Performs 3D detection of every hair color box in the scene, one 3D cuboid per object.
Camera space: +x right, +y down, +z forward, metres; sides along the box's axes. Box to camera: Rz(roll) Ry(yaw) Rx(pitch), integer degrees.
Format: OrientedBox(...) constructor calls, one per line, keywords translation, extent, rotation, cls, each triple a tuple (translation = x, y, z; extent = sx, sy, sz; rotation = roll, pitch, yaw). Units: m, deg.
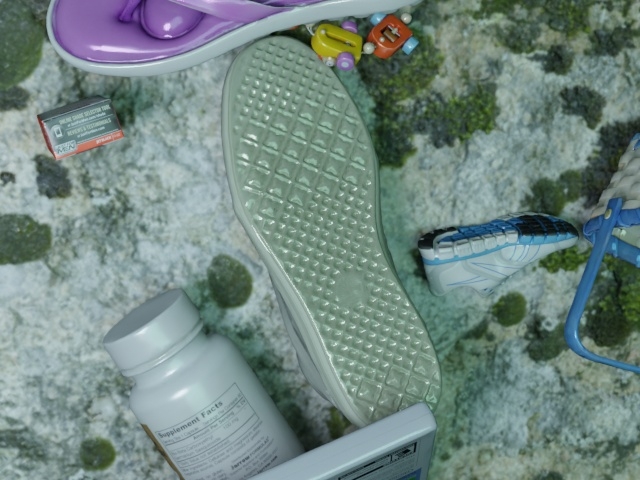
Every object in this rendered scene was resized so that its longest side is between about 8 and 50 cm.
OrientedBox(translation=(-0.244, -0.115, 1.305), extent=(0.072, 0.141, 0.043), rotation=(-20, 101, -10), cls="hair color box")

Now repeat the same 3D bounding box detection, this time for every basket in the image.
OrientedBox(translation=(0.415, 0.024, 1.454), extent=(0.255, 0.201, 0.289), rotation=(19, 83, -18), cls="basket")

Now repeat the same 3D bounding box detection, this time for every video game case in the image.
OrientedBox(translation=(-0.038, 0.288, 1.346), extent=(0.329, 0.300, 0.036), rotation=(-23, 66, -9), cls="video game case")

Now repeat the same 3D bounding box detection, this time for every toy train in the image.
OrientedBox(translation=(0.018, -0.236, 1.392), extent=(0.166, 0.046, 0.125), rotation=(39, 50, 1), cls="toy train")

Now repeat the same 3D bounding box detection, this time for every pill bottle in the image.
OrientedBox(translation=(-0.127, 0.172, 1.377), extent=(0.131, 0.131, 0.229), rotation=(-34, 104, -7), cls="pill bottle")

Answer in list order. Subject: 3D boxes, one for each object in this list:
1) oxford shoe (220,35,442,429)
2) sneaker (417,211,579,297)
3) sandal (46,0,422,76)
OrientedBox(translation=(0.000, 0.000, 1.395), extent=(0.169, 0.130, 0.449), rotation=(-20, 87, -14), cls="oxford shoe")
OrientedBox(translation=(0.204, 0.021, 1.481), extent=(0.191, 0.071, 0.083), rotation=(-10, 113, -10), cls="sneaker")
OrientedBox(translation=(-0.080, -0.284, 1.302), extent=(0.416, 0.102, 0.169), rotation=(-14, 68, -2), cls="sandal")
